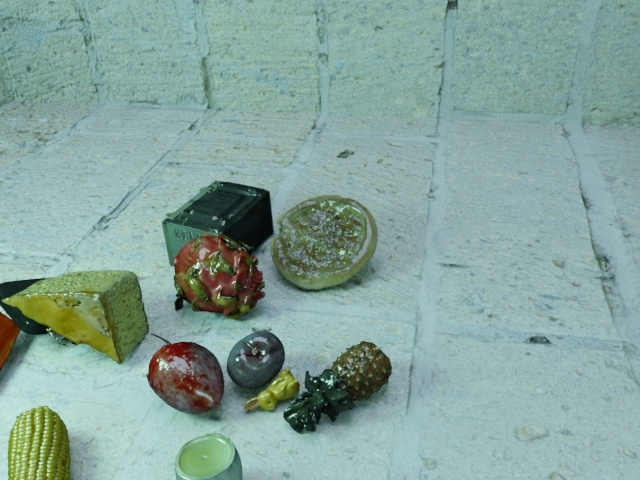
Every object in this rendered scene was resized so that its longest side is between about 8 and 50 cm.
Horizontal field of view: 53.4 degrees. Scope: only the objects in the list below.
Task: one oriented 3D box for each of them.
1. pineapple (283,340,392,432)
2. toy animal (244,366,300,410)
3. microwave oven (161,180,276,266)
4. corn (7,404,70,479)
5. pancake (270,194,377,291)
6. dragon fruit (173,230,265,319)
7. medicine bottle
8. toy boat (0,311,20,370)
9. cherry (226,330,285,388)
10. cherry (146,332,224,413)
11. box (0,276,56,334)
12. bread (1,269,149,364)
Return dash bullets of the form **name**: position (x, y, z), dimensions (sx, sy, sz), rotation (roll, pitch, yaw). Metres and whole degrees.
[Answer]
- **pineapple**: position (0.039, 0.389, 1.686), dimensions (0.310, 0.141, 0.170), rotation (-31, 46, -28)
- **toy animal**: position (-0.131, 0.419, 1.711), dimensions (0.159, 0.083, 0.070), rotation (-31, 50, -19)
- **microwave oven**: position (-0.366, -0.059, 2.343), dimensions (0.287, 0.218, 0.355), rotation (12, 34, 23)
- **corn**: position (-0.644, 0.542, 1.463), dimensions (0.144, 0.143, 0.387), rotation (-14, 37, -19)
- **pancake**: position (0.000, 0.000, 2.210), dimensions (0.383, 0.071, 0.382), rotation (-5, 61, 9)
- **dragon fruit**: position (-0.320, 0.128, 2.028), dimensions (0.291, 0.250, 0.269), rotation (38, 60, 17)
- **medicine bottle**: position (-0.248, 0.537, 1.439), dimensions (0.148, 0.143, 0.147), rotation (-5, 28, 3)
- **toy boat**: position (-0.992, 0.347, 1.807), dimensions (0.133, 0.145, 0.331), rotation (-32, 27, 20)
- **cherry**: position (-0.181, 0.334, 1.755), dimensions (0.140, 0.176, 0.176), rotation (43, 46, 10)
- **cherry**: position (-0.349, 0.367, 1.690), dimensions (0.250, 0.192, 0.175), rotation (31, 80, 33)
- **box**: position (-0.837, 0.204, 2.012), dimensions (0.289, 0.073, 0.290), rotation (29, 21, 38)
- **bread**: position (-0.705, 0.230, 1.893), dimensions (0.316, 0.278, 0.248), rotation (-11, 20, 17)
